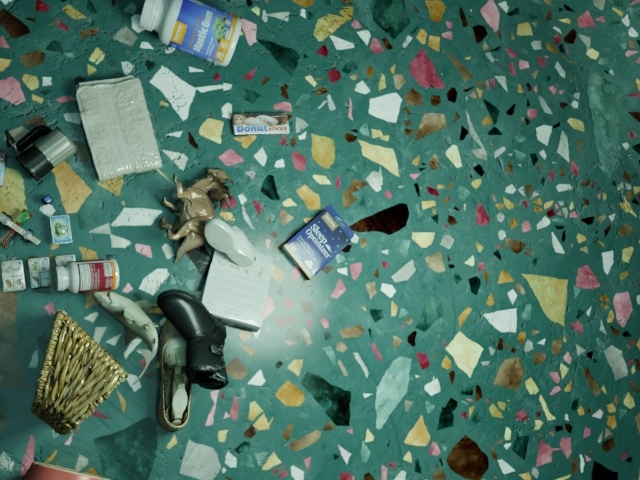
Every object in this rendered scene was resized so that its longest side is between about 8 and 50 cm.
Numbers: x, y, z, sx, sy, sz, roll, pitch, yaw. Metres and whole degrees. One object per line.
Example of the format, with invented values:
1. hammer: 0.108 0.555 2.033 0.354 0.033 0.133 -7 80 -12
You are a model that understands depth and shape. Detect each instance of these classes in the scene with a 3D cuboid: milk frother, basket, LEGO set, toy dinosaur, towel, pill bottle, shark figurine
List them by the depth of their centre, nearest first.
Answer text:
1. basket: -0.626 0.314 1.482 0.223 0.299 0.213 48 70 -12
2. milk frother: -0.731 -0.251 1.602 0.129 0.143 0.135 46 71 -3
3. pill bottle: -0.615 0.094 1.621 0.152 0.086 0.086 -3 84 -31
4. LEGO set: -0.753 0.003 1.624 0.182 0.060 0.244 -7 87 -34
5. shark figurine: -0.491 0.255 1.639 0.166 0.116 0.278 10 32 -53
6. towel: -0.567 -0.319 1.731 0.187 0.049 0.282 -16 89 -23
7. toy dinosaur: -0.341 -0.078 1.754 0.200 0.127 0.296 7 85 -28
8. pill bottle: -0.380 -0.625 1.794 0.272 0.152 0.152 16 77 -20

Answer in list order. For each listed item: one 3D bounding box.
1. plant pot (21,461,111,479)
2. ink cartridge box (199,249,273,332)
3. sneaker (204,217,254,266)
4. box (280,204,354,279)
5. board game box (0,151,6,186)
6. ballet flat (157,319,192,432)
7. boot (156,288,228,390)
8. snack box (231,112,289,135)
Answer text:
1. plant pot: -0.633 0.671 1.462 0.275 0.275 0.243 21 66 -18
2. ink cartridge box: -0.246 0.134 1.808 0.189 0.066 0.232 19 55 -19
3. sneaker: -0.259 -0.014 1.760 0.212 0.080 0.094 53 31 -48
4. box: 0.000 0.000 1.925 0.225 0.036 0.136 -43 99 -23
5. board game box: -0.871 -0.189 1.603 0.090 0.020 0.090 4 82 -22
6. ballet flat: -0.384 0.362 1.677 0.107 0.106 0.316 1 82 -22
7. boot: -0.333 0.263 1.623 0.094 0.207 0.246 -33 124 14
8. snack box: -0.185 -0.359 1.906 0.178 0.022 0.064 -6 86 -23
